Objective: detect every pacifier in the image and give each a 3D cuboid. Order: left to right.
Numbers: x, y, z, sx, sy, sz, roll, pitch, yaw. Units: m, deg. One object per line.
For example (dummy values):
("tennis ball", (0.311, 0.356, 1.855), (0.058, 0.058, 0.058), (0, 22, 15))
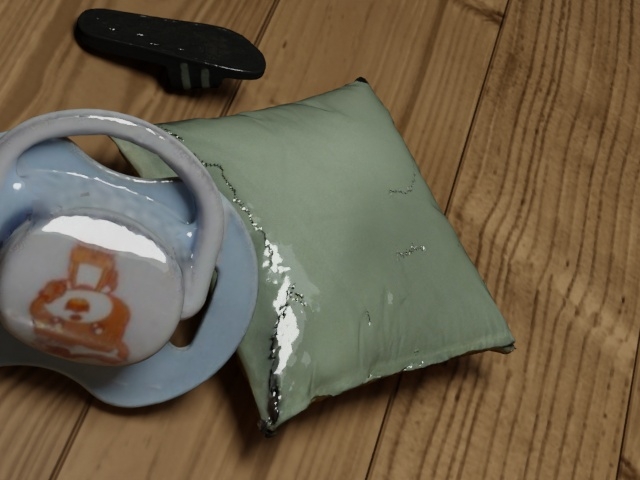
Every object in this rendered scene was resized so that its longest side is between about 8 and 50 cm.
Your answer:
("pacifier", (-0.187, 0.001, 1.267), (0.279, 0.227, 0.207), (19, 9, -18))

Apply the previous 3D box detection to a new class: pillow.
("pillow", (0.000, 0.000, 1.415), (0.310, 0.119, 0.312), (-15, 69, -37))

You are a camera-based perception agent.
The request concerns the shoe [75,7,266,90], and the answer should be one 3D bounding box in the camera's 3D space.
("shoe", (-0.142, -0.172, 1.497), (0.179, 0.049, 0.071), (11, 39, -7))
